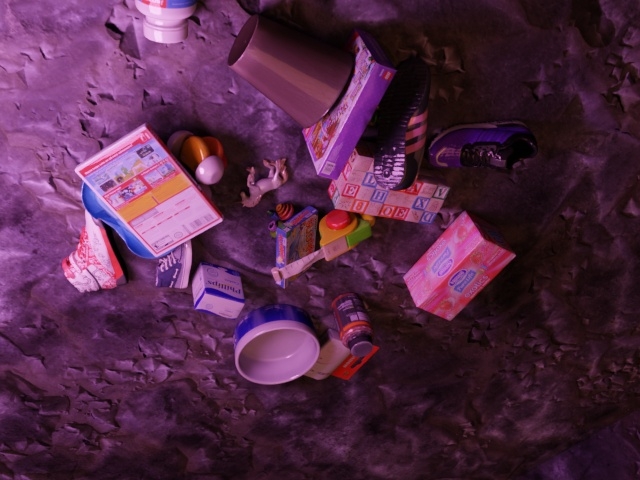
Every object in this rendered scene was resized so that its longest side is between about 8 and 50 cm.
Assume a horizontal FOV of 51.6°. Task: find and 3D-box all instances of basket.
[{"bbox_3d":[-0.075,-0.386,1.462,0.227,0.154,0.204,26,117,-28],"label":"basket"}]

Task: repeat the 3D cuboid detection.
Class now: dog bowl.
[{"bbox_3d":[-0.459,-0.086,1.616,0.166,0.074,0.297,-47,129,-8],"label":"dog bowl"},{"bbox_3d":[-0.139,0.325,2.065,0.264,0.104,0.265,-8,131,-9],"label":"dog bowl"}]

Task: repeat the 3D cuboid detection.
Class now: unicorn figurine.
[{"bbox_3d":[-0.155,-0.144,1.696,0.161,0.060,0.111,-16,131,-2],"label":"unicorn figurine"}]

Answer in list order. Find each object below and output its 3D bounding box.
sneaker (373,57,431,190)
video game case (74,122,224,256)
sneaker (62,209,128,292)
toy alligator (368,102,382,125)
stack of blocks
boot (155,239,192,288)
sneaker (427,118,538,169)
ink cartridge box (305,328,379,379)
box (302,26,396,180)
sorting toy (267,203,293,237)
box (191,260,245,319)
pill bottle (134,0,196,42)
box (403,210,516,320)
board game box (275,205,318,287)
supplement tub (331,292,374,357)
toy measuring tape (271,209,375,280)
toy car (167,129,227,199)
[{"bbox_3d":[0.213,-0.279,1.626,0.131,0.112,0.319,5,101,-57],"label":"sneaker"},{"bbox_3d":[-0.386,-0.107,1.513,0.204,0.025,0.285,-27,122,16],"label":"video game case"},{"bbox_3d":[-0.598,0.029,1.694,0.145,0.090,0.270,-14,134,-8],"label":"sneaker"},{"bbox_3d":[0.145,-0.310,1.649,0.189,0.051,0.056,6,127,-21],"label":"toy alligator"},{"bbox_3d":[0.191,-0.154,1.769,0.297,0.087,0.171,9,126,-22],"label":"stack of blocks"},{"bbox_3d":[-0.399,0.061,1.791,0.086,0.069,0.190,0,131,-19],"label":"boot"},{"bbox_3d":[0.433,-0.235,1.731,0.293,0.146,0.102,-13,131,-6],"label":"sneaker"},{"bbox_3d":[0.064,0.402,2.222,0.232,0.066,0.189,28,117,-28],"label":"ink cartridge box"},{"bbox_3d":[0.058,-0.314,1.522,0.057,0.201,0.293,14,124,-25],"label":"box"},{"bbox_3d":[-0.117,-0.061,1.777,0.042,0.061,0.102,32,92,-34],"label":"sorting toy"},{"bbox_3d":[-0.285,0.139,1.844,0.126,0.137,0.072,19,121,-28],"label":"box"},{"bbox_3d":[-0.304,-0.511,1.303,0.124,0.124,0.221,-2,129,-14],"label":"pill bottle"},{"bbox_3d":[0.412,0.078,1.989,0.154,0.142,0.300,24,119,-30],"label":"box"},{"bbox_3d":[-0.066,0.019,1.826,0.136,0.035,0.201,-37,145,-39],"label":"board game box"},{"bbox_3d":[0.102,0.260,2.016,0.106,0.198,0.106,-8,131,-9],"label":"supplement tub"},{"bbox_3d":[0.000,0.000,1.804,0.330,0.121,0.121,-27,133,-13],"label":"toy measuring tape"},{"bbox_3d":[-0.294,-0.172,1.597,0.136,0.159,0.182,-18,145,-53],"label":"toy car"}]
